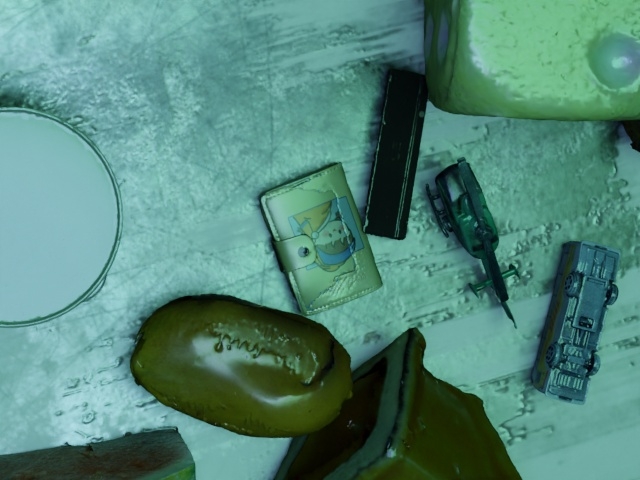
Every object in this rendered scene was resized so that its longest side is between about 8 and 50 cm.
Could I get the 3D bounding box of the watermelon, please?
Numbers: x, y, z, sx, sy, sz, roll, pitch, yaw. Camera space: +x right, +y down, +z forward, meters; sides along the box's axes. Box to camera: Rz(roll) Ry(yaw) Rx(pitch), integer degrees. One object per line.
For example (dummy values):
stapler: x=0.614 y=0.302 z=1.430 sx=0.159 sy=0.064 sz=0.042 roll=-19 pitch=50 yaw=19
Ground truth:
watermelon: x=-0.290 y=0.292 z=1.797 sx=0.305 sy=0.224 sz=0.180 roll=-4 pitch=51 yaw=-12

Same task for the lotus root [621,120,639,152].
lotus root: x=0.418 y=-0.214 z=1.947 sx=0.123 sy=0.124 sz=0.241 roll=4 pitch=94 yaw=-13

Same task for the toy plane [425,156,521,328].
toy plane: x=0.184 y=-0.007 z=1.919 sx=0.060 sy=0.096 sz=0.235 roll=-27 pitch=119 yaw=-9

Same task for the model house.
model house: x=0.091 y=0.280 z=1.898 sx=0.268 sy=0.173 sz=0.239 roll=-40 pitch=120 yaw=22

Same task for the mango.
mango: x=-0.087 y=0.144 z=1.830 sx=0.249 sy=0.156 sz=0.151 roll=12 pitch=128 yaw=-15

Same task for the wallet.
wallet: x=0.000 y=0.000 z=1.895 sx=0.110 sy=0.039 sz=0.155 roll=-22 pitch=99 yaw=-14

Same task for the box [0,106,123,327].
box: x=-0.331 y=-0.028 z=1.745 sx=0.226 sy=0.149 sz=0.226 roll=-1 pitch=95 yaw=-15

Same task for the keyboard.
keyboard: x=0.087 y=-0.099 z=1.911 sx=0.060 sy=0.018 sz=0.195 roll=11 pitch=87 yaw=-32

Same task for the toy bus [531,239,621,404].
toy bus: x=0.301 y=0.095 z=1.966 sx=0.064 sy=0.075 sz=0.190 roll=15 pitch=90 yaw=-17

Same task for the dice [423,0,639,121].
dice: x=0.251 y=-0.261 z=1.812 sx=0.255 sy=0.252 sz=0.249 roll=2 pitch=99 yaw=-4
